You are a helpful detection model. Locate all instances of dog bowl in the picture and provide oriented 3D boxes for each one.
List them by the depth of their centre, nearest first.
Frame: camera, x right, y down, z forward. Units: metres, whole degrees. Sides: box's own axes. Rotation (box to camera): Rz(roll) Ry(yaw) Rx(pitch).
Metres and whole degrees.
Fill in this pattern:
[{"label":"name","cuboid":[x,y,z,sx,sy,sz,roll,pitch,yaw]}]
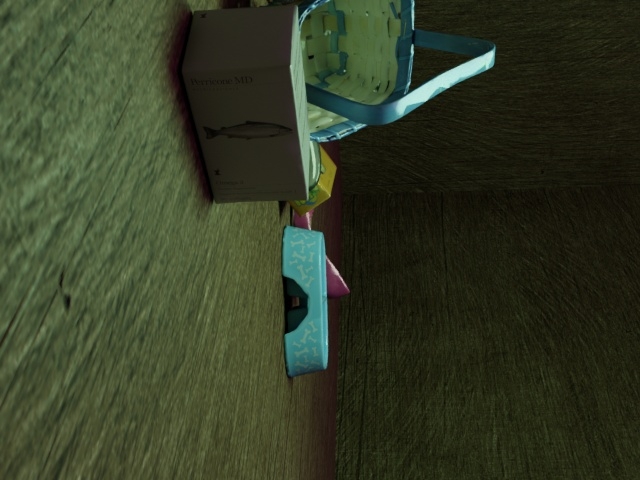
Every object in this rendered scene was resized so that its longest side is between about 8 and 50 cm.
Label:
[{"label":"dog bowl","cuboid":[-0.027,0.117,1.448,0.166,0.074,0.297,0,88,-86]}]

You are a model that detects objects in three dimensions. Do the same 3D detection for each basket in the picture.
[{"label":"basket","cuboid":[0.046,-0.235,0.978,0.255,0.289,0.201,-32,136,-37]}]

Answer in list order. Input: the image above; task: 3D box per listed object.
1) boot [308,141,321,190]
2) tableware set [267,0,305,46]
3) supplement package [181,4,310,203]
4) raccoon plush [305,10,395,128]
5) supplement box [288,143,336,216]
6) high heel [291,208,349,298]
[{"label":"boot","cuboid":[-0.063,-0.203,1.180,0.161,0.083,0.246,11,71,-78]},{"label":"tableware set","cuboid":[-0.064,-0.356,1.109,0.154,0.024,0.104,64,9,-7]},{"label":"supplement package","cuboid":[-0.069,-0.135,0.764,0.179,0.105,0.105,83,7,-49]},{"label":"raccoon plush","cuboid":[-0.026,-0.412,1.521,0.446,0.216,0.299,46,-15,49]},{"label":"supplement box","cuboid":[-0.023,-0.124,1.448,0.078,0.080,0.233,53,12,-12]},{"label":"high heel","cuboid":[0.000,0.000,1.556,0.082,0.117,0.244,64,25,-79]}]
